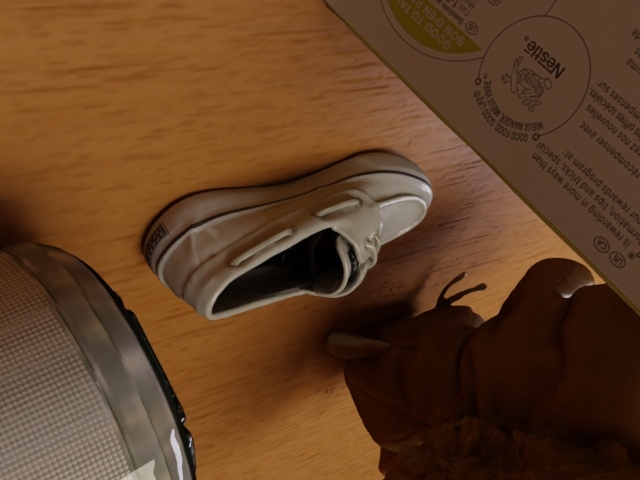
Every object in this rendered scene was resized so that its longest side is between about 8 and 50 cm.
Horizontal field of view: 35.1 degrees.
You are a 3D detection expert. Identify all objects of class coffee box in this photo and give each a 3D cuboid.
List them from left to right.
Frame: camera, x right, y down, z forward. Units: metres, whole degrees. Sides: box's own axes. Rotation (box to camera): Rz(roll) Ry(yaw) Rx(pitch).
[{"bbox_3d":[0.276,-0.149,0.638,0.337,0.338,0.334,7,126,-54],"label":"coffee box"}]

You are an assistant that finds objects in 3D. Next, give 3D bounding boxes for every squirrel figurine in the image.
[{"bbox_3d":[0.165,0.171,0.913,0.397,0.370,0.281,-56,134,-41],"label":"squirrel figurine"}]

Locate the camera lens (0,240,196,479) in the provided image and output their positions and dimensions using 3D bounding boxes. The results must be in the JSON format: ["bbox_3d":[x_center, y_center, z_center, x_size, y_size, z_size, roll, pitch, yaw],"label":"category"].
[{"bbox_3d":[-0.221,0.137,0.547,0.274,0.219,0.219,-23,146,-31],"label":"camera lens"}]

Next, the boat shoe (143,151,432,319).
[{"bbox_3d":[0.000,0.000,0.765,0.267,0.088,0.096,-10,138,-44],"label":"boat shoe"}]
